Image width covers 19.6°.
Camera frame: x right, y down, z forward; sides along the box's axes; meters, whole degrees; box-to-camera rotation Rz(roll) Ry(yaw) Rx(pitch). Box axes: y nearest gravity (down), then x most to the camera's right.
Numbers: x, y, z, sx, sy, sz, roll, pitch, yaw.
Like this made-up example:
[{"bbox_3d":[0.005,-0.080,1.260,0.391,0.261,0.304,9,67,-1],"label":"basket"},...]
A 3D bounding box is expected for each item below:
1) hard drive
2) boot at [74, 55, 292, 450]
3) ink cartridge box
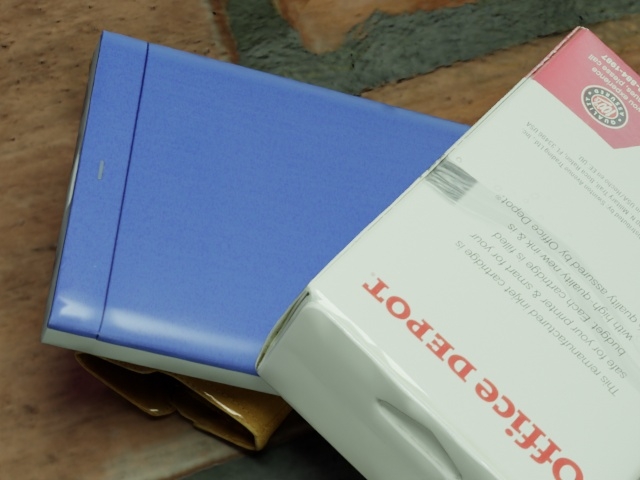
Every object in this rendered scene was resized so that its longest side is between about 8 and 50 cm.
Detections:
[{"bbox_3d":[0.000,0.000,1.162,0.318,0.040,0.210,14,59,-13],"label":"hard drive"},{"bbox_3d":[-0.100,-0.001,1.238,0.295,0.104,0.211,31,62,23],"label":"boot"},{"bbox_3d":[0.130,0.038,1.093,0.207,0.117,0.283,44,57,5],"label":"ink cartridge box"}]
